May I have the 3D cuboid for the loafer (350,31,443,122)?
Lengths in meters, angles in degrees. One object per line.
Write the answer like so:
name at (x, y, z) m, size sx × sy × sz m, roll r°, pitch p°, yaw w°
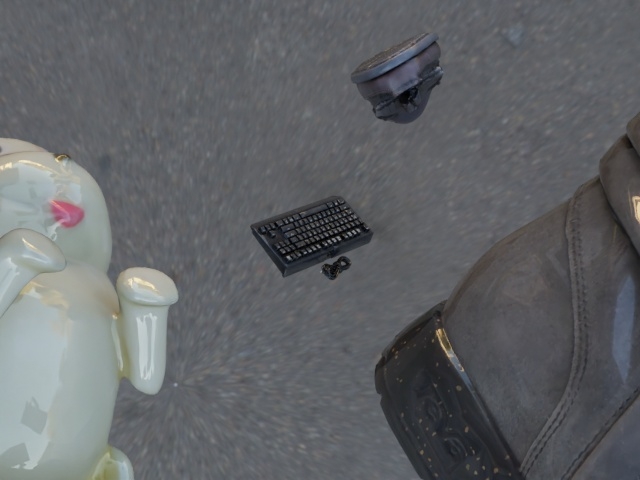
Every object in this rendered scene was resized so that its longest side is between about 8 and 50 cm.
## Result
loafer at (0.100, -0.177, 1.711) m, size 0.109 × 0.302 × 0.095 m, roll -28°, pitch 96°, yaw 4°

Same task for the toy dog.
toy dog at (-0.290, 0.101, 1.397) m, size 0.285 × 0.395 × 0.407 m, roll 10°, pitch 69°, yaw -28°

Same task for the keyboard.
keyboard at (0.000, 0.000, 1.868) m, size 0.180 × 0.023 × 0.108 m, roll -22°, pitch 71°, yaw -49°

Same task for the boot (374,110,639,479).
boot at (0.171, 0.090, 0.497) m, size 0.222 × 0.118 × 0.338 m, roll -47°, pitch 63°, yaw 26°
